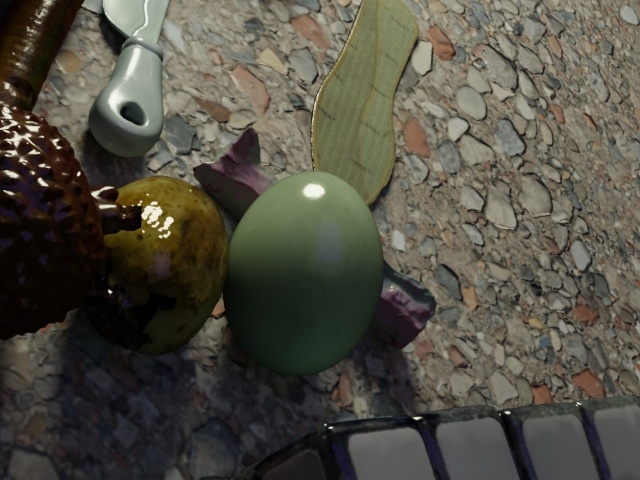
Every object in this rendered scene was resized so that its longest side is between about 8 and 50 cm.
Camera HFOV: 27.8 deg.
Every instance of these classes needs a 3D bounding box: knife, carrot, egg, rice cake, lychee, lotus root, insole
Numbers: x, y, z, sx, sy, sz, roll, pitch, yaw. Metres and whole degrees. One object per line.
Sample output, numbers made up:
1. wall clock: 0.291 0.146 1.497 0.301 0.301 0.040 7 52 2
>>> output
1. knife: -0.185 -0.217 1.300 0.080 0.044 0.331 21 48 -22
2. carrot: -0.270 -0.176 1.187 0.066 0.066 0.314 31 53 -23
3. egg: -0.016 0.031 1.200 0.149 0.149 0.192 3 96 -39
4. rice cake: -0.001 0.002 1.294 0.290 0.081 0.051 42 33 -14
5. lychee: -0.257 -0.016 1.008 0.238 0.200 0.200 0 64 -20
6. lotus root: -0.145 0.009 1.141 0.138 0.138 0.214 39 35 -16
7. insole: 0.055 -0.171 1.491 0.119 0.009 0.348 35 48 -19

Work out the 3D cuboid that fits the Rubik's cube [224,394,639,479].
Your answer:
1. Rubik's cube: 0.077 0.330 0.978 0.337 0.344 0.344 1 64 -41
